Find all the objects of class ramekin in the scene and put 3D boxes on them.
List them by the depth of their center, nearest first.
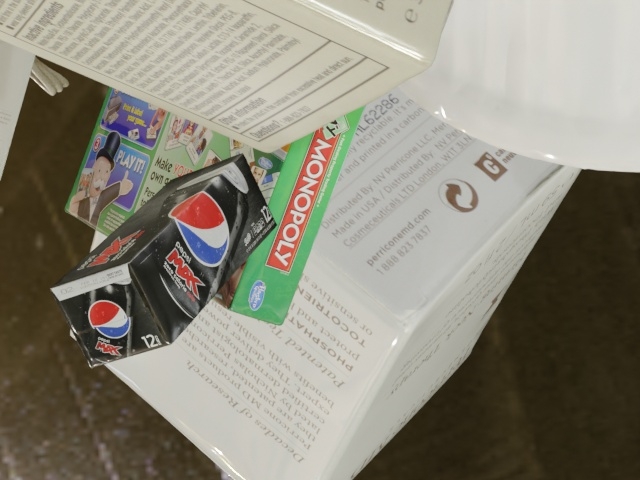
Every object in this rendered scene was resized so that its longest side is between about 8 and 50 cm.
[{"bbox_3d":[0.144,-0.175,0.727,0.277,0.277,0.135,48,158,35],"label":"ramekin"}]

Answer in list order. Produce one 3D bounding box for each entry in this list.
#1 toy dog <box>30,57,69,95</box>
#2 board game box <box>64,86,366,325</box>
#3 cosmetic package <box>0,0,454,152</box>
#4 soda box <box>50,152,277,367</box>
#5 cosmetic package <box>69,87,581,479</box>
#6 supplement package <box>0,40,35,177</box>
[{"bbox_3d":[-0.369,-0.340,1.832,0.161,0.220,0.333,-45,62,-9],"label":"toy dog"},{"bbox_3d":[-0.078,-0.082,1.151,0.317,0.046,0.214,26,95,59],"label":"board game box"},{"bbox_3d":[-0.111,-0.148,0.546,0.160,0.309,0.113,-19,50,65],"label":"cosmetic package"},{"bbox_3d":[-0.087,0.008,0.935,0.060,0.169,0.053,-18,107,27],"label":"soda box"},{"bbox_3d":[0.000,0.000,1.575,0.327,0.329,0.394,39,143,12],"label":"cosmetic package"},{"bbox_3d":[-0.341,-0.137,1.526,0.105,0.105,0.179,145,140,-65],"label":"supplement package"}]
